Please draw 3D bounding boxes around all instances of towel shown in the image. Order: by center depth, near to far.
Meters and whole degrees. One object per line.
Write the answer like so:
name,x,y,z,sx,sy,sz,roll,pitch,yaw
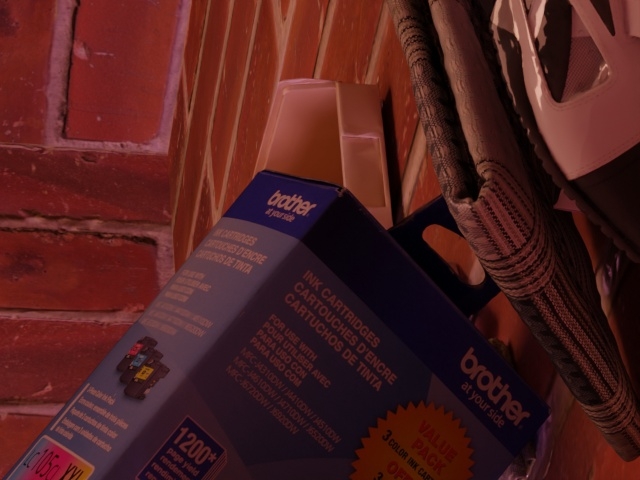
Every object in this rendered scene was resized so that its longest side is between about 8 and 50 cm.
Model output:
towel,0.126,-0.056,1.284,0.312,0.056,0.324,52,-162,-46
towel,0.142,0.163,1.616,0.148,0.027,0.110,-98,16,-45

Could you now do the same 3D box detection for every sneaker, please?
sneaker,0.169,-0.140,1.063,0.122,0.146,0.331,-31,-82,-55

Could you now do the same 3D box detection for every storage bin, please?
storage bin,0.000,0.000,2.162,0.260,0.123,0.262,107,163,-54

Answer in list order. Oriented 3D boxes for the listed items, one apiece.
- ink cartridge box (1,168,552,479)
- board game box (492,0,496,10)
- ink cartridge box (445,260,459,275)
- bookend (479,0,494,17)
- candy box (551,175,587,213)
ink cartridge box,-0.016,0.135,1.489,0.395,0.270,0.151,-51,26,-13
board game box,0.168,-0.255,1.347,0.160,0.047,0.210,-21,-60,-73
ink cartridge box,0.004,0.104,1.759,0.171,0.232,0.168,-88,6,-74
bookend,0.121,-0.224,1.486,0.072,0.157,0.156,121,151,-69
candy box,0.190,-0.127,1.230,0.165,0.070,0.196,-71,-12,-74
